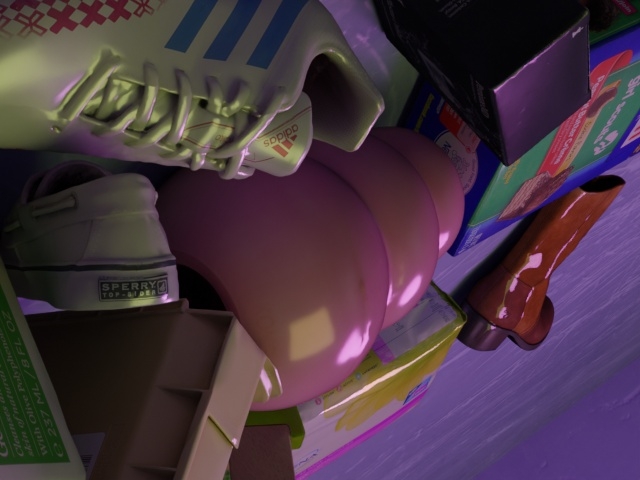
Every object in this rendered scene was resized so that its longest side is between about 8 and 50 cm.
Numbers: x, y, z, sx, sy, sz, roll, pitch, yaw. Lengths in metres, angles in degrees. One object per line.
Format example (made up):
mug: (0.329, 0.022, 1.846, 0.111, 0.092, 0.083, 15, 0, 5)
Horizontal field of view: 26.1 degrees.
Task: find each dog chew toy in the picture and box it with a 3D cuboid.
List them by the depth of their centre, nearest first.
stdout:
dog chew toy: (0.000, 0.000, 1.122, 0.332, 0.206, 0.206, -31, 159, -47)

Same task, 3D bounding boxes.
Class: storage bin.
storage bin: (-0.176, 0.183, 0.925, 0.123, 0.260, 0.262, 58, 37, -40)

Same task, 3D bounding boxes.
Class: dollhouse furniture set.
dollhouse furniture set: (-0.127, 0.289, 1.432, 0.197, 0.151, 0.301, -2, 148, -12)

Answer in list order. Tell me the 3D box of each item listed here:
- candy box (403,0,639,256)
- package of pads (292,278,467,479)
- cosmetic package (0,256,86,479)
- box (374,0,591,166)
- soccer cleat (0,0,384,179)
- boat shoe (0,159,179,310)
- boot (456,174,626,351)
candy box: (0.240, -0.156, 1.306, 0.317, 0.122, 0.268, -28, 156, -33)
package of pads: (0.021, 0.175, 1.631, 0.296, 0.101, 0.229, -29, 157, -28)
cosmetic package: (-0.302, 0.075, 0.697, 0.155, 0.197, 0.365, -29, 164, 15)
box: (0.118, -0.161, 1.030, 0.093, 0.158, 0.156, -39, 159, -2)
soccer cleat: (-0.086, -0.095, 0.833, 0.331, 0.143, 0.116, -16, 149, -48)
boat shoe: (-0.159, -0.007, 0.879, 0.096, 0.088, 0.267, -4, -177, -19)
boot: (0.316, 0.016, 1.893, 0.264, 0.096, 0.280, 5, 124, -52)
